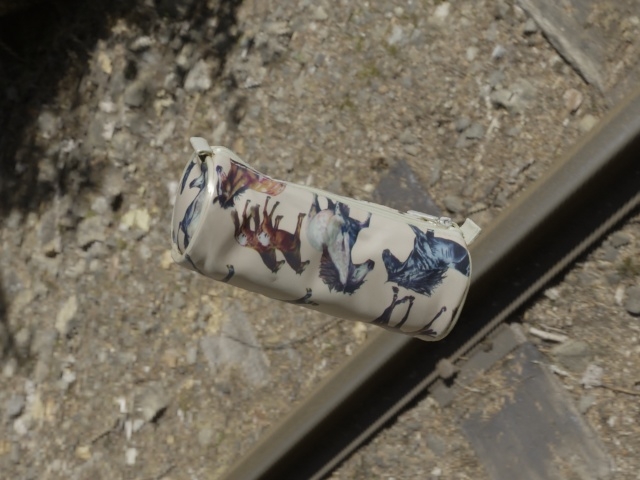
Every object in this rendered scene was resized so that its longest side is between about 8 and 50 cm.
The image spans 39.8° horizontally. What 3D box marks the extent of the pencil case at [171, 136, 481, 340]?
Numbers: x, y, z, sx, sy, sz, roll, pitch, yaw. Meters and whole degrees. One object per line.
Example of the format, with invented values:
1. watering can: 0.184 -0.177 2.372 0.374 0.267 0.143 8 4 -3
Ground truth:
1. pencil case: 0.000 0.000 1.173 0.160 0.411 0.183 -134 63 -70
